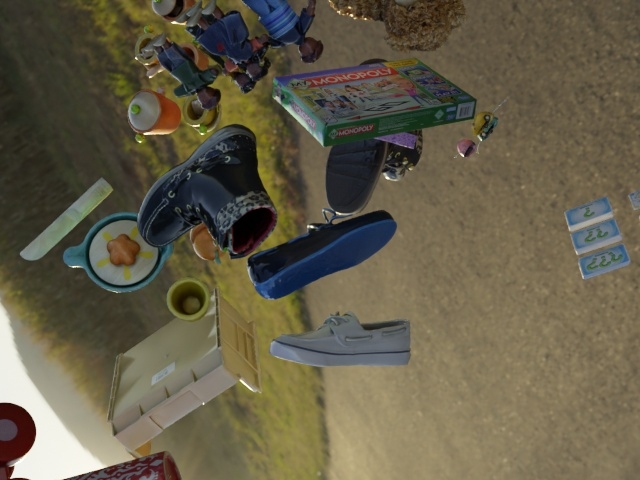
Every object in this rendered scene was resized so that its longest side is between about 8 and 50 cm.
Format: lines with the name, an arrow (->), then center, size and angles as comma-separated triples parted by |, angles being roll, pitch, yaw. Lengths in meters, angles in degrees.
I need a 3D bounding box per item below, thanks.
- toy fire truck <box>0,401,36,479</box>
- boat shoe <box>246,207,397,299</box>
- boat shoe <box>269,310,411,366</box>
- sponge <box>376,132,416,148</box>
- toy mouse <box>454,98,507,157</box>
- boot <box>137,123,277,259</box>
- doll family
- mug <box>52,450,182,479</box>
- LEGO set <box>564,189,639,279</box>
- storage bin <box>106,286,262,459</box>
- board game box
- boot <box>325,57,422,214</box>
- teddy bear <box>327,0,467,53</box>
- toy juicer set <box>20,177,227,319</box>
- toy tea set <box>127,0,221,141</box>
toy fire truck -> -0.569, 0.388, 1.297 | 0.169, 0.254, 0.302 | -47, 56, 42
boat shoe -> 0.000, 0.000, 1.382 | 0.089, 0.258, 0.109 | 54, 154, 36
boat shoe -> 0.040, 0.163, 1.431 | 0.096, 0.267, 0.088 | -169, 85, -65
sponge -> 0.088, -0.235, 1.777 | 0.117, 0.210, 0.031 | 27, 104, 52
toy mouse -> 0.341, -0.229, 1.862 | 0.031, 0.161, 0.143 | 40, 172, 17
boot -> -0.163, -0.034, 1.197 | 0.085, 0.236, 0.178 | 30, -155, -42
doll family -> -0.082, -0.194, 0.851 | 0.193, 0.076, 0.111 | -12, 129, 48
mug -> -0.280, 0.375, 1.178 | 0.150, 0.169, 0.113 | -110, 2, -58
LEGO set -> 0.515, -0.046, 1.353 | 0.060, 0.244, 0.182 | 58, -158, -30
storage bin -> -0.254, 0.255, 1.603 | 0.123, 0.262, 0.260 | 52, -171, -26
board game box -> 0.099, -0.264, 1.584 | 0.213, 0.317, 0.046 | 49, 144, 45
boot -> 0.139, -0.209, 2.045 | 0.138, 0.377, 0.284 | 4, 165, 24
teddy bear -> 0.124, -0.478, 1.540 | 0.113, 0.245, 0.338 | 104, 162, -44
toy juicer set -> -0.304, -0.013, 1.390 | 0.329, 0.209, 0.089 | 21, 163, 4
toy tea set -> -0.338, -0.378, 1.827 | 0.124, 0.200, 0.336 | 2, -104, -62
